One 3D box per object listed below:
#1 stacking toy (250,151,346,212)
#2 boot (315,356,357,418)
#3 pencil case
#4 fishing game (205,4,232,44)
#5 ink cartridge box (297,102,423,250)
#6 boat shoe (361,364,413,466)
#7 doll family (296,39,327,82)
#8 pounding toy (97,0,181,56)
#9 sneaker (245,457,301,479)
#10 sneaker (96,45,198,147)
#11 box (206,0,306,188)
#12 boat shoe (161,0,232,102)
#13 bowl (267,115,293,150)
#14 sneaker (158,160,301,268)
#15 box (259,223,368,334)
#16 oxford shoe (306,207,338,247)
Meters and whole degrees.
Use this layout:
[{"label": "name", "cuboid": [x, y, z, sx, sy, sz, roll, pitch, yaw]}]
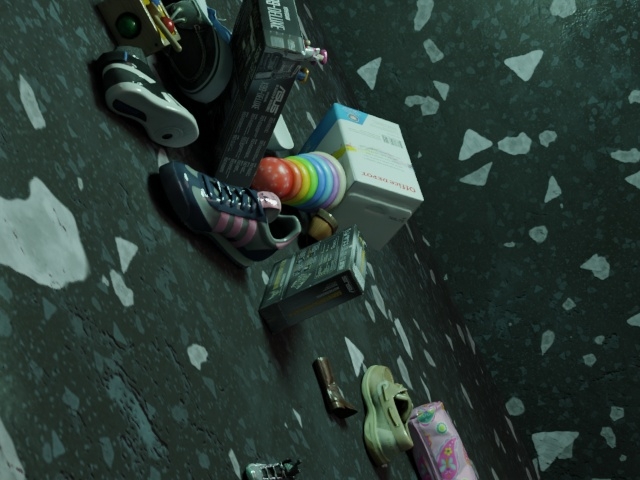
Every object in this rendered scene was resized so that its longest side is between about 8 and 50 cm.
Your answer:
[{"label": "stacking toy", "cuboid": [-0.055, -0.123, 2.083, 0.141, 0.141, 0.330, 66, 18, 5]}, {"label": "boot", "cuboid": [0.027, 0.279, 1.878, 0.114, 0.037, 0.106, 67, 10, 28]}, {"label": "pencil case", "cuboid": [0.278, 0.514, 2.241, 0.284, 0.124, 0.124, 68, 14, 7]}, {"label": "fishing game", "cuboid": [-0.198, -0.415, 1.984, 0.264, 0.041, 0.189, 44, -16, 50]}, {"label": "ink cartridge box", "cuboid": [0.090, -0.151, 2.373, 0.198, 0.197, 0.270, 15, 42, -29]}, {"label": "boat shoe", "cuboid": [0.150, 0.354, 2.067, 0.109, 0.098, 0.302, 61, 14, -19]}, {"label": "doll family", "cuboid": [-0.120, -0.382, 2.159, 0.163, 0.263, 0.118, 7, 90, -47]}, {"label": "pounding toy", "cuboid": [-0.289, -0.361, 1.639, 0.130, 0.100, 0.141, 62, 14, -13]}, {"label": "sneaker", "cuboid": [-0.059, 0.323, 1.380, 0.098, 0.069, 0.038, 34, 33, -66]}, {"label": "sneaker", "cuboid": [-0.267, -0.237, 1.546, 0.217, 0.079, 0.121, 36, 33, -62]}, {"label": "box", "cuboid": [-0.125, -0.288, 1.772, 0.076, 0.307, 0.242, 10, 40, -20]}, {"label": "boat shoe", "cuboid": [-0.261, -0.383, 1.810, 0.119, 0.121, 0.335, 33, 24, -45]}, {"label": "bowl", "cuboid": [-0.121, -0.262, 2.217, 0.142, 0.053, 0.142, 65, 13, 2]}, {"label": "sneaker", "cuboid": [-0.143, -0.061, 1.604, 0.319, 0.131, 0.112, 41, 28, -60]}, {"label": "box", "cuboid": [-0.007, 0.067, 1.791, 0.056, 0.183, 0.231, 60, 14, -16]}, {"label": "oxford shoe", "cuboid": [0.000, 0.000, 2.211, 0.076, 0.076, 0.212, 35, -13, 20]}]
